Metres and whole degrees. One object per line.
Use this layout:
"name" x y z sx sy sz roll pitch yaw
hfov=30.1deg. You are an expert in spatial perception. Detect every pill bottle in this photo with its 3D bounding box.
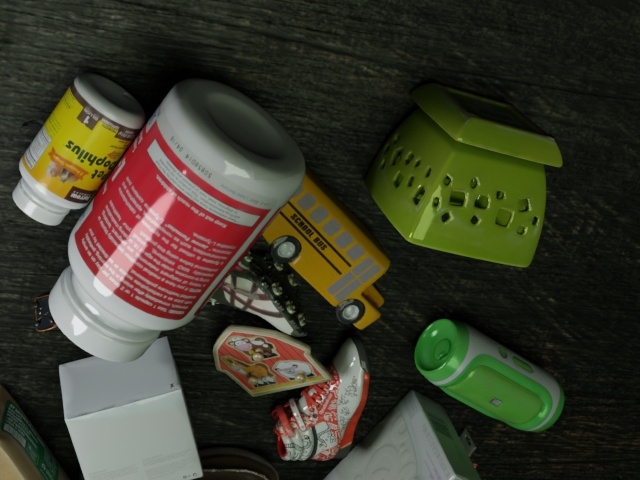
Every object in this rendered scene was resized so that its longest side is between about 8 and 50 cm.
"pill bottle" -0.223 -0.018 1.744 0.229 0.229 0.408 25 117 -30
"pill bottle" -0.356 -0.128 1.725 0.117 0.117 0.215 28 111 -30

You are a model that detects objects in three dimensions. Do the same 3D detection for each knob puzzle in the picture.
"knob puzzle" -0.101 0.208 2.024 0.213 0.030 0.213 7 142 6

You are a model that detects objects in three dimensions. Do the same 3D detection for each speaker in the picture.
"speaker" 0.312 0.250 2.180 0.296 0.131 0.131 30 109 -31

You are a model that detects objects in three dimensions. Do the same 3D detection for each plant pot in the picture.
"plant pot" 0.231 -0.112 1.862 0.228 0.227 0.207 13 112 -24

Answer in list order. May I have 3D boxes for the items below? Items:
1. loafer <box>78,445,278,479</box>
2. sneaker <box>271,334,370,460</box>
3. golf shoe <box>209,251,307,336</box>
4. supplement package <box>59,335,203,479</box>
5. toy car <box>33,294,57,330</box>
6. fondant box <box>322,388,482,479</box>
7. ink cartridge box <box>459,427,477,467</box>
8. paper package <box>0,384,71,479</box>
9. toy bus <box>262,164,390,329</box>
"loafer" -0.248 0.462 2.138 0.365 0.130 0.134 1 122 -18
"sneaker" -0.004 0.290 2.127 0.145 0.090 0.270 -2 125 -20
"golf shoe" -0.124 0.070 1.954 0.120 0.105 0.273 -29 121 21
"supplement package" -0.318 0.303 1.999 0.194 0.149 0.203 -14 125 -8
"toy car" -0.403 0.099 1.900 0.122 0.060 0.040 -31 158 12
"fondant box" 0.128 0.476 2.199 0.096 0.238 0.330 31 109 -32
"ink cartridge box" 0.277 0.430 2.324 0.029 0.063 0.115 16 116 -25
"paper package" -0.579 0.458 1.980 0.309 0.168 0.325 -27 116 1
"toy bus" 0.000 0.000 1.929 0.130 0.108 0.332 -40 124 8
